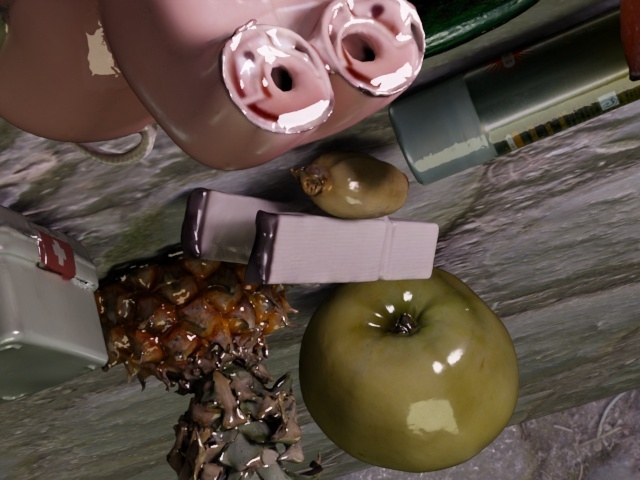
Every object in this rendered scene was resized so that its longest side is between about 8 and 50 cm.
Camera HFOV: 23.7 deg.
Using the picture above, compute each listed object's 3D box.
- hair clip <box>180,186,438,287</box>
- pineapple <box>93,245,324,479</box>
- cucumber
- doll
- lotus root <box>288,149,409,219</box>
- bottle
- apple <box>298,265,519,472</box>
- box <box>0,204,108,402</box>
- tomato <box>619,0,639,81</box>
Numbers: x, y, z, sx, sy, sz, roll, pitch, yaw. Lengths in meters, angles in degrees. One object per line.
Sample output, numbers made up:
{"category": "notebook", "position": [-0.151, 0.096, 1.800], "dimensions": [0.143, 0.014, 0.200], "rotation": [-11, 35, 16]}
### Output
{"category": "hair clip", "position": [0.000, 0.005, 1.486], "dimensions": [0.101, 0.085, 0.331], "rotation": [6, 179, 32]}
{"category": "pineapple", "position": [-0.106, 0.166, 1.591], "dimensions": [0.262, 0.272, 0.262], "rotation": [-17, 162, -6]}
{"category": "cucumber", "position": [0.046, -0.153, 1.136], "dimensions": [0.284, 0.056, 0.056], "rotation": [-18, 163, 1]}
{"category": "doll", "position": [-0.103, -0.113, 0.827], "dimensions": [0.284, 0.216, 0.268], "rotation": [-24, 176, -37]}
{"category": "lotus root", "position": [0.031, -0.050, 1.409], "dimensions": [0.150, 0.073, 0.062], "rotation": [3, 109, -49]}
{"category": "bottle", "position": [0.201, -0.134, 1.305], "dimensions": [0.286, 0.082, 0.082], "rotation": [-23, 163, 11]}
{"category": "apple", "position": [0.107, 0.147, 1.814], "dimensions": [0.262, 0.262, 0.262], "rotation": [-17, 163, -5]}
{"category": "box", "position": [-0.283, 0.058, 1.315], "dimensions": [0.148, 0.129, 0.210], "rotation": [-21, 164, 12]}
{"category": "tomato", "position": [0.313, -0.198, 1.098], "dimensions": [0.180, 0.155, 0.214], "rotation": [-7, -173, 35]}
